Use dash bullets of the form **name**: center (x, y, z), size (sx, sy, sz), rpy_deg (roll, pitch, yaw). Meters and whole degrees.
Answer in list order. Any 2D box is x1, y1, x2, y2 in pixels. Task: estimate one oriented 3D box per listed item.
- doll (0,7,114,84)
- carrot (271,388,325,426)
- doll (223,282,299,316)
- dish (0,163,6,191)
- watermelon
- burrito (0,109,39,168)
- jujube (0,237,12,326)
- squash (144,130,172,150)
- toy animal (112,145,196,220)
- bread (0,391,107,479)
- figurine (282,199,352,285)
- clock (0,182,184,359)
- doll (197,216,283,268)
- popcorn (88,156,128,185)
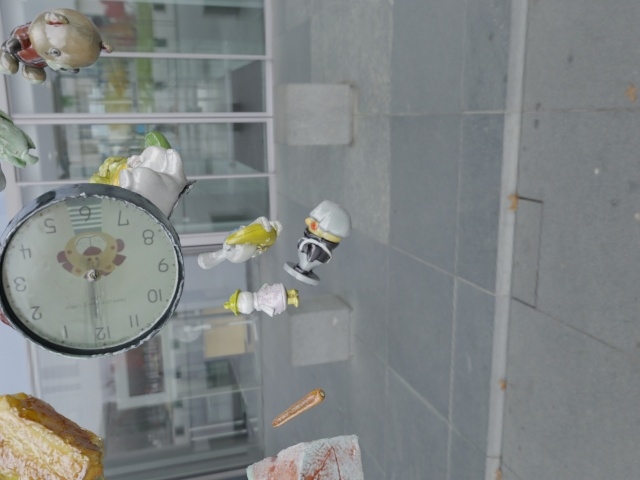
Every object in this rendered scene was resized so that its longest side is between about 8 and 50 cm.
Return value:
- **doll**: center (-0.776, -0.565, 1.696), size (0.235, 0.330, 0.174), rpy_deg (22, -113, -62)
- **carrot**: center (-0.071, 0.511, 1.778), size (0.248, 0.043, 0.043), rpy_deg (-42, 48, 32)
- **doll**: center (-0.160, 0.164, 1.603), size (0.129, 0.207, 0.081), rpy_deg (-109, 16, -53)
- **dish**: center (-1.036, -0.178, 1.690), size (0.081, 0.230, 0.229), rpy_deg (-105, 19, -46)
- **watermelon**: center (-0.034, 0.516, 1.306), size (0.262, 0.213, 0.201), rpy_deg (20, 103, 55)
- **burrito**: center (-0.565, -0.178, 1.070), size (0.118, 0.074, 0.044), rpy_deg (47, -177, -46)
- **jujube**: center (-0.726, 0.098, 1.526), size (0.377, 0.276, 0.276), rpy_deg (14, 109, 44)
- **squash**: center (-0.524, -0.289, 1.928), size (0.219, 0.077, 0.068), rpy_deg (55, -171, 34)
- **toy animal**: center (-0.375, -0.108, 1.294), size (0.208, 0.154, 0.325), rpy_deg (-61, 11, -3)
- **bread**: center (-0.621, 0.487, 1.325), size (0.195, 0.344, 0.149), rpy_deg (-63, -22, -4)
- **figurine**: center (0.000, 0.000, 1.692), size (0.236, 0.133, 0.176), rpy_deg (-62, 1, 9)
- **clock**: center (-0.388, 0.057, 1.004), size (0.061, 0.313, 0.312), rpy_deg (-138, 46, -63)
- **doll**: center (-0.249, 0.006, 1.930), size (0.252, 0.237, 0.111), rpy_deg (-32, 80, 29)
- **popcorn**: center (-0.514, -0.133, 1.626), size (0.235, 0.250, 0.242), rpy_deg (55, -158, -8)
